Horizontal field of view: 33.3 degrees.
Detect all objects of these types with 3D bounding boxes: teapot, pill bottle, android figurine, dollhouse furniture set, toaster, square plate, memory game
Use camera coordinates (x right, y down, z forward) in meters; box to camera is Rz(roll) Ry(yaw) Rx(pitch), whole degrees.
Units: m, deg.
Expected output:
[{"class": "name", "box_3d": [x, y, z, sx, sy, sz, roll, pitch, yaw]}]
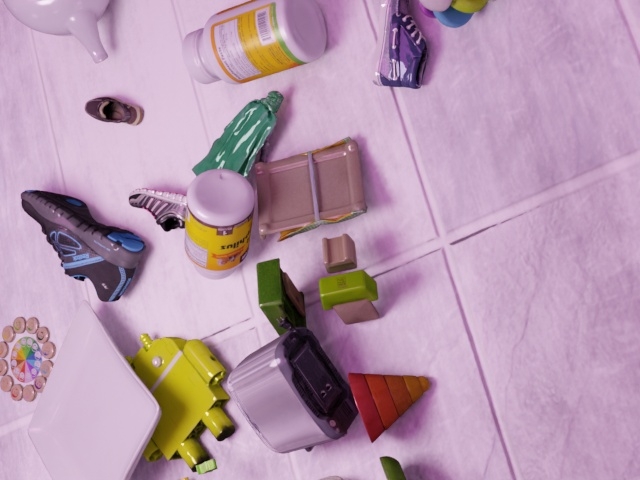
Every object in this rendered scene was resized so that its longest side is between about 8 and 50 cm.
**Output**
[{"class": "teapot", "box_3d": [-0.529, -0.515, 2.195, 0.253, 0.187, 0.256, 10, 64, 16]}, {"class": "pill bottle", "box_3d": [-0.124, -0.360, 1.928, 0.246, 0.136, 0.136, -11, 79, 33]}, {"class": "android figurine", "box_3d": [-0.277, 0.293, 2.011, 0.248, 0.056, 0.273, -51, 63, 19]}, {"class": "dollhouse furniture set", "box_3d": [0.000, 0.000, 1.852, 0.198, 0.151, 0.301, -12, 59, 12]}, {"class": "toaster", "box_3d": [-0.054, 0.250, 1.794, 0.146, 0.129, 0.227, -30, 99, 32]}, {"class": "square plate", "box_3d": [-0.435, 0.349, 2.069, 0.344, 0.049, 0.347, 45, 117, 40]}, {"class": "memory game", "box_3d": [-0.631, 0.252, 2.275, 0.186, 0.012, 0.186, -4, 83, 33]}, {"class": "pill bottle", "box_3d": [-0.181, -0.021, 1.890, 0.117, 0.117, 0.215, 55, 155, 25]}]

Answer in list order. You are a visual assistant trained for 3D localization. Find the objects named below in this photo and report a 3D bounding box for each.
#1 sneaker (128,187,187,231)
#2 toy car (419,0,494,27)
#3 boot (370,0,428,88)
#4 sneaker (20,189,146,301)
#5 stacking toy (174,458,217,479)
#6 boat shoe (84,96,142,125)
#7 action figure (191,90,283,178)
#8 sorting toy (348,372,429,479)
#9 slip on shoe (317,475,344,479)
[{"class": "sneaker", "box_3d": [-0.306, -0.056, 2.060, 0.171, 0.063, 0.074, 8, 83, 29]}, {"class": "toy car", "box_3d": [0.200, -0.422, 1.730, 0.182, 0.159, 0.136, 61, 151, 22]}, {"class": "boot", "box_3d": [0.145, -0.349, 1.797, 0.086, 0.069, 0.189, 13, 100, 27]}, {"class": "sneaker", "box_3d": [-0.501, 0.002, 2.149, 0.341, 0.125, 0.139, 31, 107, 34]}, {"class": "stacking toy", "box_3d": [-0.218, 0.493, 1.900, 0.221, 0.052, 0.166, -41, 61, 55]}, {"class": "boat shoe", "box_3d": [-0.429, -0.267, 2.172, 0.152, 0.049, 0.056, 11, 92, 34]}, {"class": "action figure", "box_3d": [-0.138, -0.177, 1.961, 0.137, 0.063, 0.232, 48, 115, 30]}, {"class": "sorting toy", "box_3d": [0.161, 0.362, 1.703, 0.126, 0.127, 0.365, -22, 74, -1]}, {"class": "slip on shoe", "box_3d": [-0.059, 0.521, 1.818, 0.101, 0.123, 0.331, 42, 107, 1]}]
